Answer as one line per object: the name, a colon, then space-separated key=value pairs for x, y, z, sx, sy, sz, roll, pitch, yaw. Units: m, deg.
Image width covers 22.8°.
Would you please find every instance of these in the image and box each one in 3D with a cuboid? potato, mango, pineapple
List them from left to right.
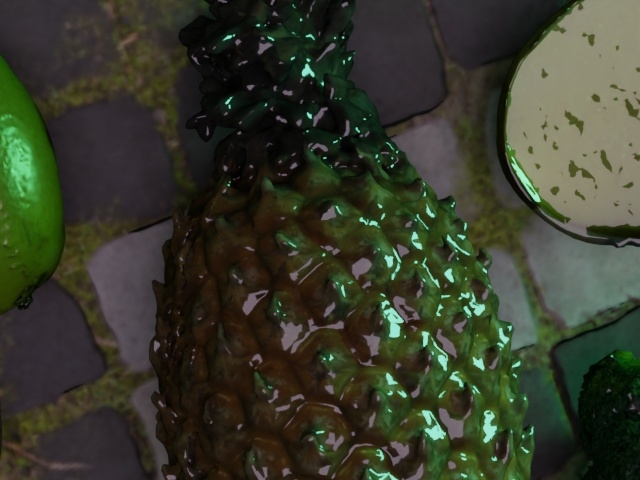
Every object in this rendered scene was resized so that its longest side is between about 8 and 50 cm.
mango: x=-0.202 y=-0.042 z=0.842 sx=0.119 sy=0.100 sz=0.178 roll=-20 pitch=92 yaw=-3
pineapple: x=0.000 y=0.000 z=0.857 sx=0.202 sy=0.202 sz=0.362 roll=-6 pitch=86 yaw=-10
potato: x=0.224 y=-0.104 z=0.900 sx=0.271 sy=0.111 sz=0.160 roll=-33 pitch=100 yaw=8

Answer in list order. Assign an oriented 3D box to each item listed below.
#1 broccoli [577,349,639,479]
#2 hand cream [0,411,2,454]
broccoli: x=0.282 y=0.161 z=0.923 sx=0.269 sy=0.254 sz=0.269 roll=-19 pitch=117 yaw=-41
hand cream: x=-0.302 y=0.107 z=0.866 sx=0.248 sy=0.083 sz=0.133 roll=-4 pitch=100 yaw=1
